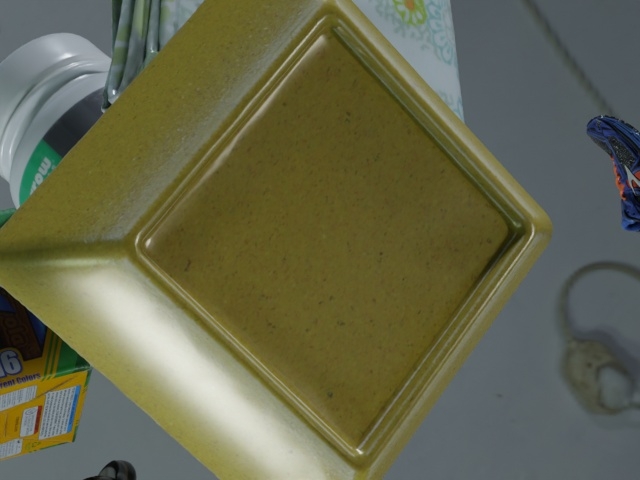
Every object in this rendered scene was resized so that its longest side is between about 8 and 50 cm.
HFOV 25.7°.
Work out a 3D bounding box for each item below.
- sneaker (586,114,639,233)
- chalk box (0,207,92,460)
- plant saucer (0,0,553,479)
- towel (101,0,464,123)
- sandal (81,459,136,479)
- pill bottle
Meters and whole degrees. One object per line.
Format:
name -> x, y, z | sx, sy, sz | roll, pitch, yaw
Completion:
sneaker -> 0.365, -0.055, 1.589 | 0.087, 0.083, 0.221 | -40, 61, 11
chalk box -> -0.392, 0.087, 1.574 | 0.179, 0.180, 0.289 | -12, 60, -24
plant saucer -> 0.000, 0.000, 0.982 | 0.333, 0.081, 0.333 | 45, 68, -19
towel -> -0.020, -0.198, 1.240 | 0.375, 0.090, 0.320 | 15, 63, -37
sandal -> -0.190, 0.244, 1.212 | 0.060, 0.219, 0.090 | 4, 94, -13
pill bottle -> -0.186, -0.046, 1.442 | 0.204, 0.204, 0.361 | -43, 64, -14
